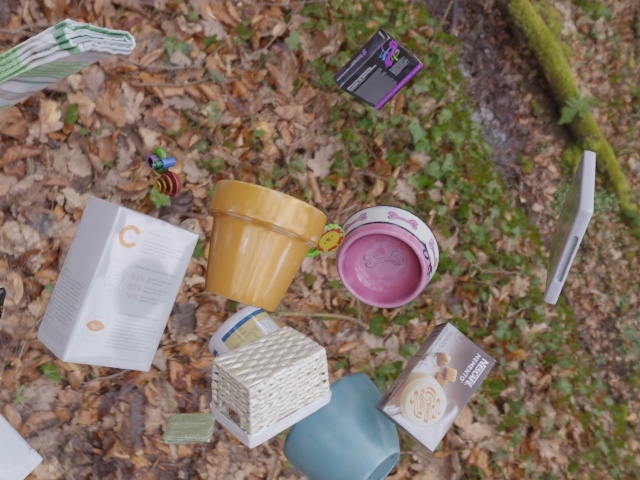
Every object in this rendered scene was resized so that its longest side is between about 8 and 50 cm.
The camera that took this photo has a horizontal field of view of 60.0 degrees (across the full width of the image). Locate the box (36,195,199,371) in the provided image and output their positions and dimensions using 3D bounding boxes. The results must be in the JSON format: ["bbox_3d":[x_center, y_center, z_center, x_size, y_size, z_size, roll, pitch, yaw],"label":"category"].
[{"bbox_3d":[-0.465,0.101,1.281,0.215,0.168,0.345,24,85,-46],"label":"box"}]

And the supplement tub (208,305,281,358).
[{"bbox_3d":[-0.120,0.248,1.161,0.144,0.144,0.200,-36,73,-32],"label":"supplement tub"}]

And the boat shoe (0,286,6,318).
[{"bbox_3d":[-0.851,0.180,1.454,0.042,0.133,0.049,35,16,14],"label":"boat shoe"}]

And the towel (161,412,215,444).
[{"bbox_3d":[-0.389,0.555,1.646,0.148,0.110,0.027,-2,118,1],"label":"towel"}]

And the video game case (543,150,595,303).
[{"bbox_3d":[0.432,-0.026,0.962,0.023,0.193,0.212,17,39,17],"label":"video game case"}]

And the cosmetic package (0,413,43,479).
[{"bbox_3d":[-0.538,0.241,0.626,0.284,0.377,0.097,51,24,-10],"label":"cosmetic package"}]

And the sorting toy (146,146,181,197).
[{"bbox_3d":[-0.287,-0.123,0.989,0.042,0.061,0.102,-18,67,-43],"label":"sorting toy"}]

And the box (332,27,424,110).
[{"bbox_3d":[0.104,-0.294,0.969,0.029,0.116,0.162,57,24,18],"label":"box"}]

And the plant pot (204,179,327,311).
[{"bbox_3d":[-0.113,0.018,0.974,0.205,0.205,0.188,21,81,-24],"label":"plant pot"}]

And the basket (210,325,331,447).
[{"bbox_3d":[-0.077,0.219,0.864,0.167,0.113,0.103,-20,120,-39],"label":"basket"}]

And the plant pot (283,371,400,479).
[{"bbox_3d":[0.080,0.504,1.374,0.290,0.290,0.195,-26,50,-32],"label":"plant pot"}]

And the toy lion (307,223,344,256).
[{"bbox_3d":[0.000,0.000,1.180,0.096,0.100,0.034,38,14,-47],"label":"toy lion"}]

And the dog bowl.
[{"bbox_3d":[0.242,0.079,2.120,0.408,0.408,0.150,48,30,-11],"label":"dog bowl"}]

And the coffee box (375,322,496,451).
[{"bbox_3d":[0.258,0.325,1.250,0.141,0.098,0.246,40,77,6],"label":"coffee box"}]

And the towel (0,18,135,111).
[{"bbox_3d":[-0.228,-0.125,0.434,0.152,0.113,0.023,-23,103,10],"label":"towel"}]
